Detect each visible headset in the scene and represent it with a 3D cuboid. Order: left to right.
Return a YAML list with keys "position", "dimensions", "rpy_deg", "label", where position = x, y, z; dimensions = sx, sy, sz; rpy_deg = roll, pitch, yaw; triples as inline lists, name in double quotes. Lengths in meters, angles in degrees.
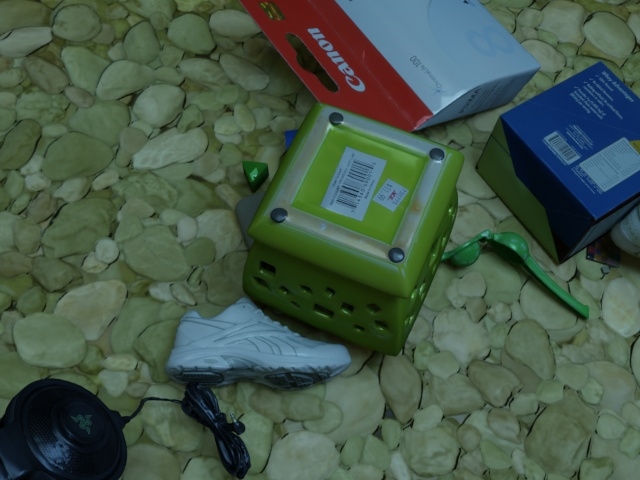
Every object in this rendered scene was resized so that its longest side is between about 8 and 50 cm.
- position: [-0.265, 0.260, 0.766]
  dimensions: [0.394, 0.243, 0.185]
  rpy_deg: [-24, 69, -39]
  label: "headset"

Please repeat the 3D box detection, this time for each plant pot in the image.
- position: [0.041, -0.023, 0.894]
  dimensions: [0.227, 0.207, 0.228]
  rpy_deg: [22, 67, 9]
  label: "plant pot"

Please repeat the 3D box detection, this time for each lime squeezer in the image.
- position: [0.226, 0.038, 1.038]
  dimensions: [0.310, 0.059, 0.110]
  rpy_deg: [6, 96, -5]
  label: "lime squeezer"

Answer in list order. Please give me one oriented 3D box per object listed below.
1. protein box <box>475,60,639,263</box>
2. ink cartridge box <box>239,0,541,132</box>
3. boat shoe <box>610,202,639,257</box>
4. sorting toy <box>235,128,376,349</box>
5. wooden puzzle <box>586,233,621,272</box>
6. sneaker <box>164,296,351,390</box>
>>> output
- position: [0.378, -0.115, 1.071]
  dimensions: [0.201, 0.136, 0.200]
  rpy_deg: [-29, 68, -19]
  label: "protein box"
- position: [0.108, -0.311, 1.093]
  dimensions: [0.385, 0.091, 0.308]
  rpy_deg: [-21, 67, -41]
  label: "ink cartridge box"
- position: [0.558, 0.008, 1.062]
  dimensions: [0.302, 0.098, 0.109]
  rpy_deg: [13, 56, -21]
  label: "boat shoe"
- position: [0.000, 0.000, 1.023]
  dimensions: [0.195, 0.047, 0.348]
  rpy_deg: [-19, 66, -9]
  label: "sorting toy"
- position: [0.420, 0.012, 1.091]
  dimensions: [0.049, 0.006, 0.083]
  rpy_deg: [17, 63, 1]
  label: "wooden puzzle"
- position: [-0.075, 0.124, 0.930]
  dimensions: [0.232, 0.090, 0.115]
  rpy_deg: [4, 60, -6]
  label: "sneaker"
